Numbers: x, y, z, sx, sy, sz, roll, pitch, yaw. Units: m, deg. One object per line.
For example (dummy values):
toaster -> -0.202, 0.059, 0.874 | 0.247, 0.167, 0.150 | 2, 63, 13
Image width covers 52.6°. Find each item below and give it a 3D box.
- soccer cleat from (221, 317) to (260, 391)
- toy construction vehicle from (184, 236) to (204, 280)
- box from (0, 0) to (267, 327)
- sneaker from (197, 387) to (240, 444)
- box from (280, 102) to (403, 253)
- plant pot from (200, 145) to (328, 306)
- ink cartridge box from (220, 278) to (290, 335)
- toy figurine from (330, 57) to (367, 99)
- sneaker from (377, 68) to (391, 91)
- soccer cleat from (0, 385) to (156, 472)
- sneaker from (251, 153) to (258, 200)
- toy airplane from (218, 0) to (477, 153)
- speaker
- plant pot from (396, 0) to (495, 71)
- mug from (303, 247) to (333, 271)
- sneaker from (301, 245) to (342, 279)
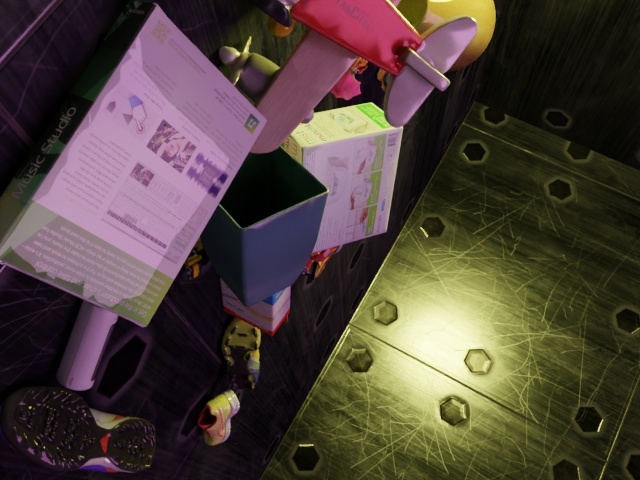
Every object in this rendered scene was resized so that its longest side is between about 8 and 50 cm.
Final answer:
soccer cleat -> -0.197, 0.265, 1.629 | 0.121, 0.093, 0.289 | -92, -174, -45
toy construction vehicle -> -0.215, 0.012, 1.174 | 0.086, 0.035, 0.098 | -37, 150, -38
box -> -0.218, -0.080, 0.773 | 0.232, 0.058, 0.322 | 42, 73, -51
sneaker -> -0.283, 0.467, 1.683 | 0.094, 0.081, 0.209 | -17, 140, -40
box -> 0.028, -0.122, 1.326 | 0.231, 0.127, 0.262 | -16, 132, -24
plant pot -> -0.107, -0.012, 1.094 | 0.165, 0.165, 0.234 | -26, 143, -29
ink cartridge box -> -0.141, 0.121, 1.415 | 0.078, 0.134, 0.231 | -55, 163, -32
toy figurine -> 0.072, -0.380, 1.393 | 0.159, 0.130, 0.173 | -52, -167, 11
sneaker -> 0.216, -0.444, 1.785 | 0.084, 0.083, 0.215 | -68, 167, 13
soccer cleat -> -0.376, 0.292, 0.967 | 0.318, 0.116, 0.109 | 48, 39, -58
sneaker -> -0.129, -0.124, 1.169 | 0.067, 0.064, 0.175 | -63, 173, -48
toy airplane -> 0.031, -0.339, 0.921 | 0.385, 0.272, 0.385 | -22, 136, -17
speaker -> -0.333, 0.143, 0.930 | 0.136, 0.055, 0.055 | -67, 166, 11
plant pot -> 0.260, -0.536, 1.542 | 0.254, 0.237, 0.237 | -12, 129, -55
mug -> -0.016, -0.015, 1.562 | 0.169, 0.150, 0.113 | -56, 160, -14
sneaker -> 0.000, 0.000, 1.724 | 0.180, 0.124, 0.321 | -56, 164, -32
